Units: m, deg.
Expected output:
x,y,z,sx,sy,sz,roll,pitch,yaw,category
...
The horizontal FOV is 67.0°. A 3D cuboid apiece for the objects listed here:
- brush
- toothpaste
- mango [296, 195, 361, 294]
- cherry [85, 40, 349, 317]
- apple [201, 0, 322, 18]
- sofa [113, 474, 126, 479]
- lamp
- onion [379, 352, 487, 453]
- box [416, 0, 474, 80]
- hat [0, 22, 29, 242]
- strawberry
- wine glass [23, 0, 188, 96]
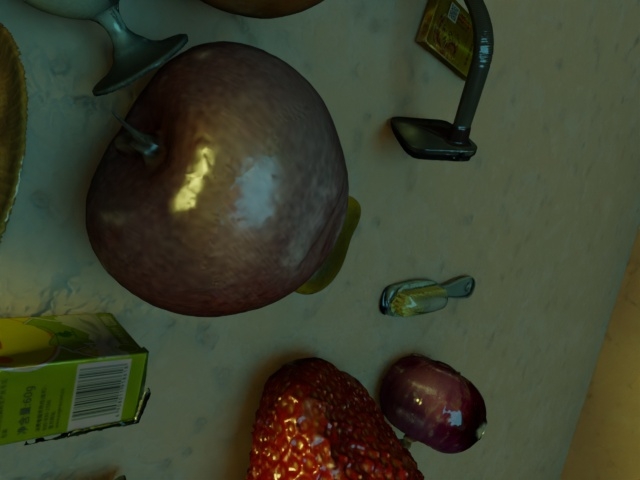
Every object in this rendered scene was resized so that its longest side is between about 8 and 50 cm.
x,y,z,sx,sy,sz,roll,pitch,yaw,category
0.234,0.108,0.938,0.296,0.060,0.068,-4,106,-41,brush
-0.319,0.121,0.402,0.327,0.110,0.077,4,104,-43,toothpaste
0.000,0.000,0.675,0.161,0.076,0.103,-54,128,-18,mango
-0.085,-0.046,0.487,0.261,0.221,0.307,-59,154,2,cherry
-0.042,-0.325,0.410,0.253,0.253,0.254,-17,116,-38,apple
-0.325,0.394,0.521,0.210,0.176,0.226,4,74,-43,sofa
0.140,-0.258,0.673,0.202,0.124,0.284,-3,113,-15,lamp
0.225,0.320,0.931,0.200,0.200,0.208,-41,123,-24,onion
0.218,-0.331,0.788,0.156,0.022,0.089,11,97,-44,box
-0.353,-0.049,0.299,0.233,0.234,0.244,15,122,-14,hat
0.010,0.345,0.718,0.312,0.267,0.352,-16,87,-66,strawberry
-0.211,-0.240,0.376,0.103,0.103,0.231,-46,126,-20,wine glass
